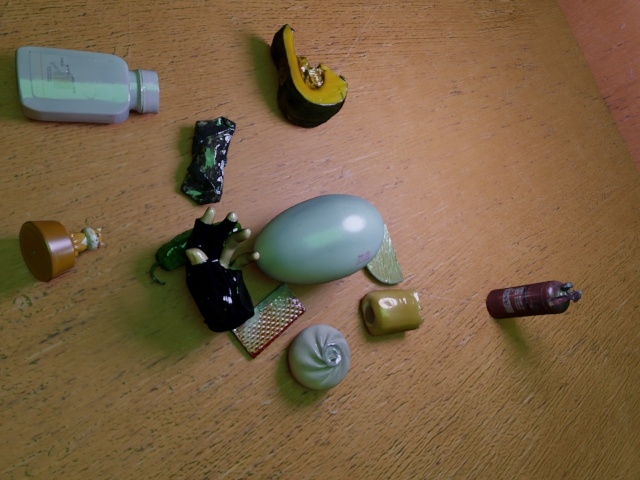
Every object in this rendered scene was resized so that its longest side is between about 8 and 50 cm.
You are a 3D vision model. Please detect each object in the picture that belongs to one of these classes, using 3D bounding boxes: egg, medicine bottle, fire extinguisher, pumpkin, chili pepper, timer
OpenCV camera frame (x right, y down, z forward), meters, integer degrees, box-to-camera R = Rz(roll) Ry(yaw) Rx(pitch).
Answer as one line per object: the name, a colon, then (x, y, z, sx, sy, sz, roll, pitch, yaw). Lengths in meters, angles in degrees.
egg: (0.000, 0.000, 1.201, 0.371, 0.230, 0.230, -18, 86, -22)
medicine bottle: (-0.547, -0.366, 1.083, 0.296, 0.111, 0.161, -6, 82, -26)
fire extinguisher: (0.672, 0.191, 1.429, 0.147, 0.337, 0.107, -15, 84, -28)
pumpkin: (-0.032, -0.487, 1.353, 0.190, 0.139, 0.281, -6, 84, -24)
chili pepper: (-0.306, 0.014, 1.129, 0.257, 0.074, 0.100, -22, 132, -27)
timer: (-0.552, 0.007, 0.998, 0.152, 0.132, 0.132, -23, 89, -51)

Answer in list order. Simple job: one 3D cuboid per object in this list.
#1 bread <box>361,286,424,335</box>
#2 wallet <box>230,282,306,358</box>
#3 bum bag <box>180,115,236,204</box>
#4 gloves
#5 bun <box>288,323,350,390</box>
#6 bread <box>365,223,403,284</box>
bread: (0.212, 0.208, 1.337, 0.173, 0.085, 0.134, -4, 79, -28)
wallet: (-0.136, 0.210, 1.199, 0.196, 0.020, 0.103, -39, 96, -28)
bum bag: (-0.295, -0.215, 1.194, 0.102, 0.069, 0.248, 9, 77, 0)
gloves: (-0.241, 0.071, 1.067, 0.197, 0.152, 0.301, -31, 131, -67)
bun: (0.004, 0.306, 1.191, 0.172, 0.120, 0.173, 7, 73, -24)
bread: (0.177, 0.053, 1.387, 0.112, 0.036, 0.193, -19, 90, -24)
